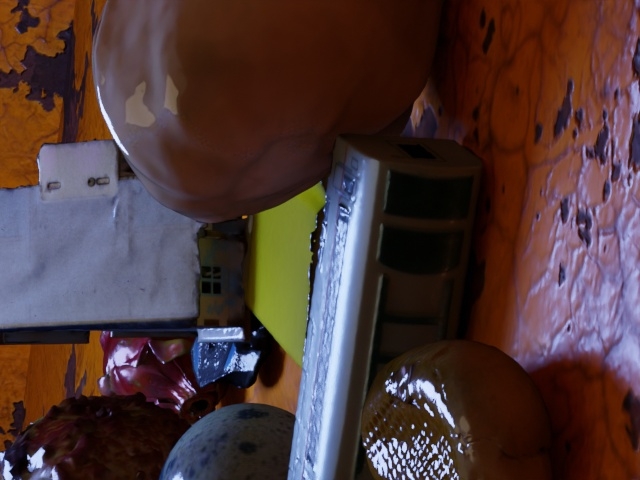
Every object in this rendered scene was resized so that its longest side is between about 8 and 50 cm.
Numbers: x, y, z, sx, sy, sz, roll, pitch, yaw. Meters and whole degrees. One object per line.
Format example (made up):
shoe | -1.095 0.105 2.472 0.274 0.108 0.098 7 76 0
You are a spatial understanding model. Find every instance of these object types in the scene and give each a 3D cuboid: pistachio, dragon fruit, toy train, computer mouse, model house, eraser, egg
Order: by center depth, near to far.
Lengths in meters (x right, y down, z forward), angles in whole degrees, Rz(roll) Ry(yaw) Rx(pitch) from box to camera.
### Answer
toy train | 0.033 0.139 1.214 0.088 0.086 0.407 -139 54 -65
pistachio | -0.027 -0.154 1.269 0.193 0.214 0.318 113 177 -59
eraser | 0.000 0.000 1.403 0.226 0.069 0.158 -141 54 -72
egg | -0.051 0.191 1.404 0.181 0.141 0.141 -107 25 -64
model house | -0.150 0.006 1.624 0.206 0.271 0.178 10 -104 -61
computer mouse | -0.070 0.094 1.691 0.135 0.047 0.079 -15 65 63
dragon fruit | -0.149 0.117 1.824 0.166 0.133 0.136 -132 38 -56

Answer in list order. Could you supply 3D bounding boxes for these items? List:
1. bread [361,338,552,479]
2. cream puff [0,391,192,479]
bread | 0.080 0.109 1.053 0.189 0.077 0.114 179 75 -75
cream puff | -0.161 0.284 1.626 0.350 0.229 0.350 173 90 -79
